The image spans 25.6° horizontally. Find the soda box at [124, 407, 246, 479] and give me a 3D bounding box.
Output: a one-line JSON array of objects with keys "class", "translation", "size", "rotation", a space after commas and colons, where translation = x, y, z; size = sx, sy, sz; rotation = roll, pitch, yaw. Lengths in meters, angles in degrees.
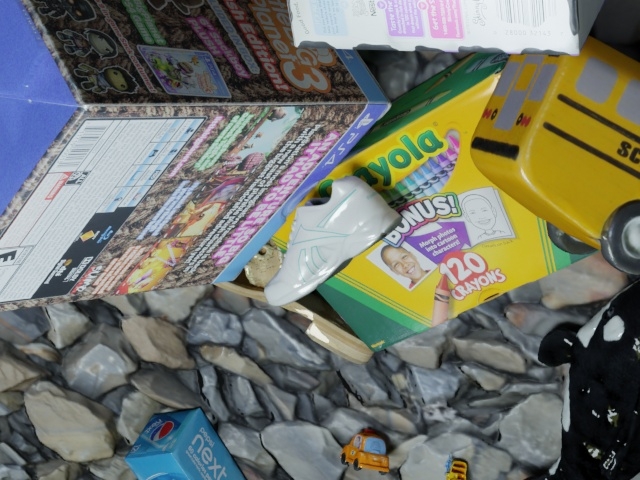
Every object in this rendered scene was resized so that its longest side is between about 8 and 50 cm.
[{"class": "soda box", "translation": [-0.117, 0.280, 1.488], "size": [0.067, 0.071, 0.210], "rotation": [-13, 120, 33]}]

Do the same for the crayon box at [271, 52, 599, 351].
[{"class": "crayon box", "translation": [0.100, -0.034, 1.125], "size": [0.278, 0.081, 0.165], "rotation": [-29, 110, 39]}]

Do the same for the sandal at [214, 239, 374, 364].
[{"class": "sandal", "translation": [-0.039, 0.017, 1.256], "size": [0.240, 0.088, 0.079], "rotation": [31, 102, -9]}]

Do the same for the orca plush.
[{"class": "orca plush", "translation": [0.234, 0.161, 1.203], "size": [0.151, 0.102, 0.287], "rotation": [33, 133, -2]}]

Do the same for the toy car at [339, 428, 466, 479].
[{"class": "toy car", "translation": [0.082, 0.213, 1.376], "size": [0.122, 0.060, 0.041], "rotation": [12, 88, -4]}]

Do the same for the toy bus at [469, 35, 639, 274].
[{"class": "toy bus", "translation": [0.270, -0.019, 0.985], "size": [0.332, 0.108, 0.130], "rotation": [25, 91, -15]}]

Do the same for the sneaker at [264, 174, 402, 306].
[{"class": "sneaker", "translation": [0.000, 0.000, 1.117], "size": [0.061, 0.053, 0.152], "rotation": [52, 129, 2]}]

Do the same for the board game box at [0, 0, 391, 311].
[{"class": "board game box", "translation": [-0.139, -0.077, 1.031], "size": [0.232, 0.291, 0.141], "rotation": [-47, 64, 35]}]

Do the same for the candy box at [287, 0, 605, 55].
[{"class": "candy box", "translation": [0.094, -0.194, 0.944], "size": [0.196, 0.165, 0.070], "rotation": [4, 127, 22]}]
